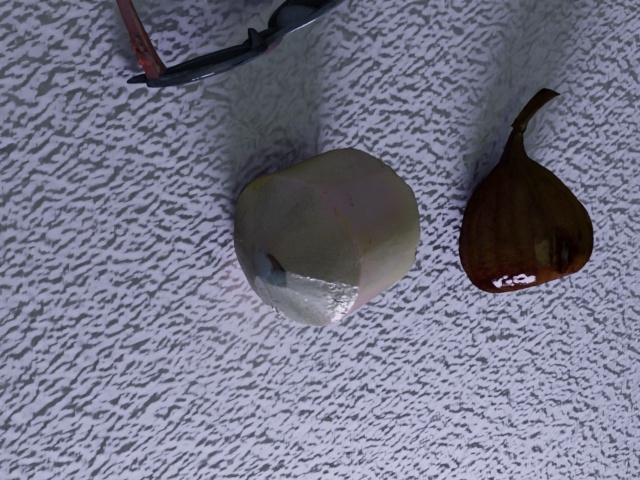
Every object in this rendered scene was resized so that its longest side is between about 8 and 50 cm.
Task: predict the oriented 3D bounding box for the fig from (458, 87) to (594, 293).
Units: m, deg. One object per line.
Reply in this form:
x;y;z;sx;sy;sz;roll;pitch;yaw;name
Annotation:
0.201;-0.048;1.881;0.146;0.134;0.201;-34;117;-68;fig

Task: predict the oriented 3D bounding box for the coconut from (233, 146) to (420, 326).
0.000;0.000;1.661;0.153;0.147;0.147;-28;130;-42;coconut

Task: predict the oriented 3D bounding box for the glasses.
-0.089;-0.271;1.496;0.234;0.118;0.268;-33;112;-27;glasses
